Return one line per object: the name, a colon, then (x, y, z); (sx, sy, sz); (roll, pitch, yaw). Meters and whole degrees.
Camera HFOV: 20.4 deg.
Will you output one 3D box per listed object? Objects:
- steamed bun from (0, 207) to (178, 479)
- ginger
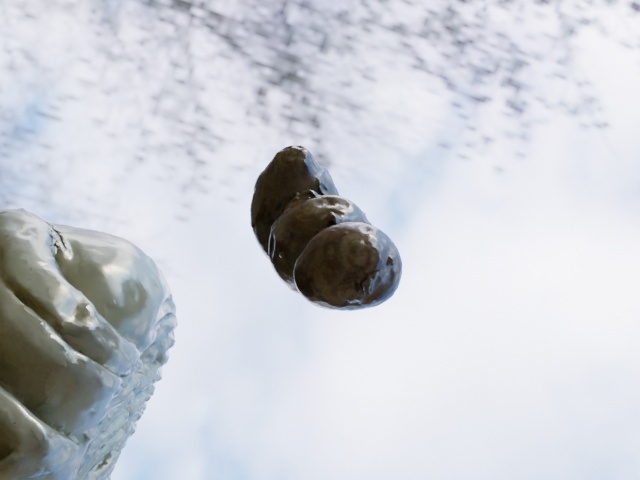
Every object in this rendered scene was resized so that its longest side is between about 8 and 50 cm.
steamed bun: (-0.277, 0.143, 1.411); (0.339, 0.247, 0.352); (-57, 166, -63)
ginger: (0.000, 0.000, 1.339); (0.204, 0.080, 0.104); (-128, -152, -61)
